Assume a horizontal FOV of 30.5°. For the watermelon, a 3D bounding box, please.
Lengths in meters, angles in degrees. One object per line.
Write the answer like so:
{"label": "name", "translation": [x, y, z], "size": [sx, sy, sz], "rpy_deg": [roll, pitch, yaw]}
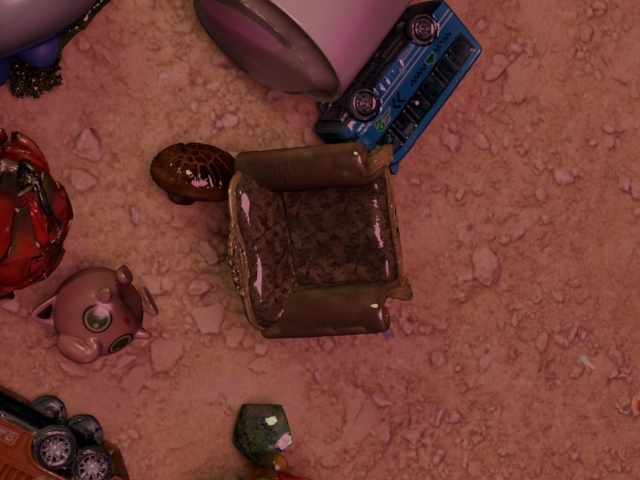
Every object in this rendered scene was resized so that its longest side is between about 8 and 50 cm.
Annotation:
{"label": "watermelon", "translation": [-0.072, 0.268, 1.654], "size": [0.072, 0.092, 0.085], "rpy_deg": [-9, 109, -58]}

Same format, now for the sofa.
{"label": "sofa", "translation": [0.000, 0.000, 1.557], "size": [0.200, 0.182, 0.258], "rpy_deg": [-4, 103, 17]}

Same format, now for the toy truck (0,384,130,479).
{"label": "toy truck", "translation": [-0.409, 0.269, 1.496], "size": [0.305, 0.136, 0.162], "rpy_deg": [33, 91, -21]}

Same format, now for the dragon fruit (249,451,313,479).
{"label": "dragon fruit", "translation": [-0.099, 0.451, 1.576], "size": [0.227, 0.243, 0.307], "rpy_deg": [37, 60, 16]}

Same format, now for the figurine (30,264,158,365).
{"label": "figurine", "translation": [-0.291, 0.097, 1.534], "size": [0.138, 0.125, 0.125], "rpy_deg": [-33, 104, -2]}

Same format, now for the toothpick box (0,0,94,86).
{"label": "toothpick box", "translation": [-0.419, -0.364, 1.402], "size": [0.263, 0.263, 0.355], "rpy_deg": [-30, 105, -16]}

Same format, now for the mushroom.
{"label": "mushroom", "translation": [-0.165, -0.091, 1.580], "size": [0.126, 0.109, 0.085], "rpy_deg": [-4, 90, -36]}

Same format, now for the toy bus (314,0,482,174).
{"label": "toy bus", "translation": [0.111, -0.218, 1.668], "size": [0.134, 0.113, 0.246], "rpy_deg": [41, 78, -24]}

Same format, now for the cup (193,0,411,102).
{"label": "cup", "translation": [0.019, -0.386, 1.550], "size": [0.253, 0.253, 0.371], "rpy_deg": [41, 78, -18]}

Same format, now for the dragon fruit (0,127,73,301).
{"label": "dragon fruit", "translation": [-0.395, -0.033, 1.424], "size": [0.193, 0.274, 0.192], "rpy_deg": [24, 56, -27]}

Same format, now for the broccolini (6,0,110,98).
{"label": "broccolini", "translation": [-0.314, -0.281, 1.540], "size": [0.254, 0.057, 0.071], "rpy_deg": [-45, 149, -9]}
